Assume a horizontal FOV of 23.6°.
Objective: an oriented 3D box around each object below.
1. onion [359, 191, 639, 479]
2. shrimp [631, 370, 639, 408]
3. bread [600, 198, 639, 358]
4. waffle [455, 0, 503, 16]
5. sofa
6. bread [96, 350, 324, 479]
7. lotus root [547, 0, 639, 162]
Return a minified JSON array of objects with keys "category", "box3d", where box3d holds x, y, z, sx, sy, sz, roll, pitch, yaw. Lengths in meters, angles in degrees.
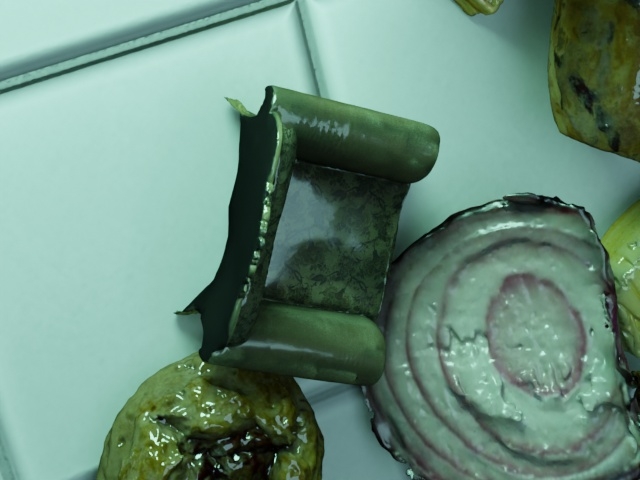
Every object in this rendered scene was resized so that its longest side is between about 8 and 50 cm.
[{"category":"onion","box3d":[0.182,0.105,1.548,0.280,0.146,0.314,-10,98,20]},{"category":"shrimp","box3d":[0.390,0.161,1.644,0.267,0.061,0.145,21,102,-52]},{"category":"bread","box3d":[0.381,0.014,1.635,0.236,0.106,0.140,-39,115,-11]},{"category":"waffle","box3d":[0.135,-0.298,1.492,0.148,0.042,0.102,37,85,-25]},{"category":"sofa","box3d":[0.000,0.000,1.422,0.200,0.182,0.258,12,97,-26]},{"category":"bread","box3d":[-0.098,0.221,1.464,0.230,0.123,0.230,-6,106,-21]},{"category":"lotus root","box3d":[0.307,-0.222,1.511,0.193,0.193,0.291,7,99,-25]}]
